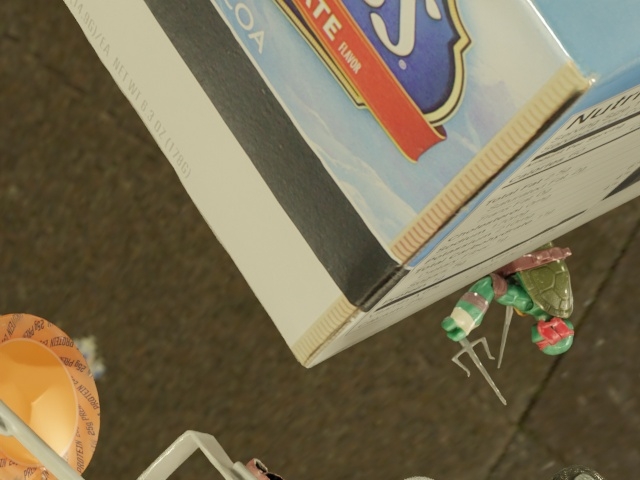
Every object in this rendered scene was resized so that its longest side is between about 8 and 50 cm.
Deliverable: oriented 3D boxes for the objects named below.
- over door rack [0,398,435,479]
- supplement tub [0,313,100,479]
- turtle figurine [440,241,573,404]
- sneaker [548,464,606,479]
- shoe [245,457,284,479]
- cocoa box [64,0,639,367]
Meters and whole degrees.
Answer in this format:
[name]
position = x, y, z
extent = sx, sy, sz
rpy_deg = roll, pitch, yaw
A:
[over door rack]
position = 0.018, 0.127, 0.719
extent = 0.324, 0.239, 0.108
rpy_deg = 26, 88, 26
[supplement tub]
position = -0.350, 0.169, 1.656
extent = 0.193, 0.316, 0.194
rpy_deg = 22, 61, -45
[turtle figurine]
position = 0.180, 0.032, 1.813
extent = 0.175, 0.118, 0.234
rpy_deg = 4, 66, -65
[sneaker]
position = 0.251, 0.303, 1.615
extent = 0.086, 0.132, 0.229
rpy_deg = -23, 73, 12
[shoe]
position = -0.058, 0.248, 1.742
extent = 0.063, 0.178, 0.081
rpy_deg = 40, 86, 11
[cocoa box]
position = 0.027, -0.179, 0.676
extent = 0.231, 0.228, 0.347
rpy_deg = -27, 79, -30
